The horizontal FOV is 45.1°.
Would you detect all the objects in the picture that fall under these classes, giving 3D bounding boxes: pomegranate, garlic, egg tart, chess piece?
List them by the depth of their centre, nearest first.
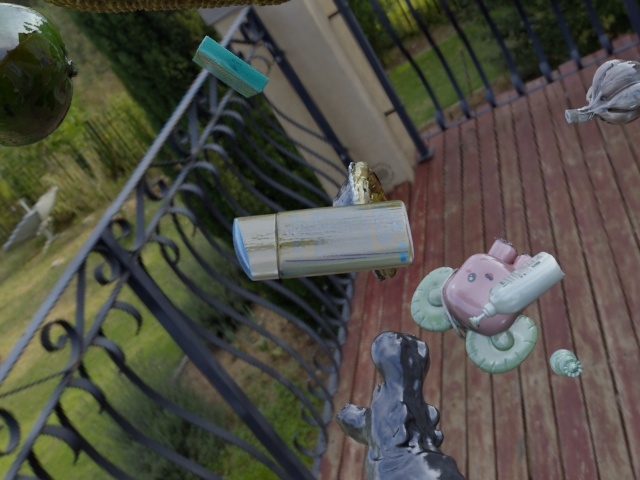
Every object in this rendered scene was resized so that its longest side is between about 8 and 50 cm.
[{"bbox_3d":[0.381,0.192,1.189,0.042,0.042,0.093,-30,-7,6],"label":"chess piece"},{"bbox_3d":[-0.553,-0.274,1.256,0.301,0.236,0.236,6,30,-2],"label":"pomegranate"},{"bbox_3d":[0.081,-0.032,1.448,0.094,0.234,0.234,-14,30,15],"label":"egg tart"},{"bbox_3d":[0.585,-0.294,1.567,0.194,0.127,0.131,-16,56,1],"label":"garlic"}]

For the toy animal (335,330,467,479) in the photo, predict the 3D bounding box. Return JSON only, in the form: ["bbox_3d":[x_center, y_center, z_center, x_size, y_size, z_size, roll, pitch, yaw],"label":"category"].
[{"bbox_3d":[0.102,0.272,0.811,0.168,0.106,0.343,-45,55,30],"label":"toy animal"}]

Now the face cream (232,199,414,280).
[{"bbox_3d":[0.000,0.000,1.238,0.284,0.067,0.139,-5,43,0],"label":"face cream"}]

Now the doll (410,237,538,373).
[{"bbox_3d":[0.364,0.141,1.694,0.284,0.216,0.268,36,75,28],"label":"doll"}]

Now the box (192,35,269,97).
[{"bbox_3d":[-0.204,-0.382,1.724,0.042,0.160,0.226,-58,14,0],"label":"box"}]

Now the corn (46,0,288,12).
[{"bbox_3d":[-0.201,-0.362,1.019,0.363,0.121,0.120,-3,24,-10],"label":"corn"}]

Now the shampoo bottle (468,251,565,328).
[{"bbox_3d":[0.282,0.079,1.130,0.152,0.045,0.077,-35,8,-1],"label":"shampoo bottle"}]
